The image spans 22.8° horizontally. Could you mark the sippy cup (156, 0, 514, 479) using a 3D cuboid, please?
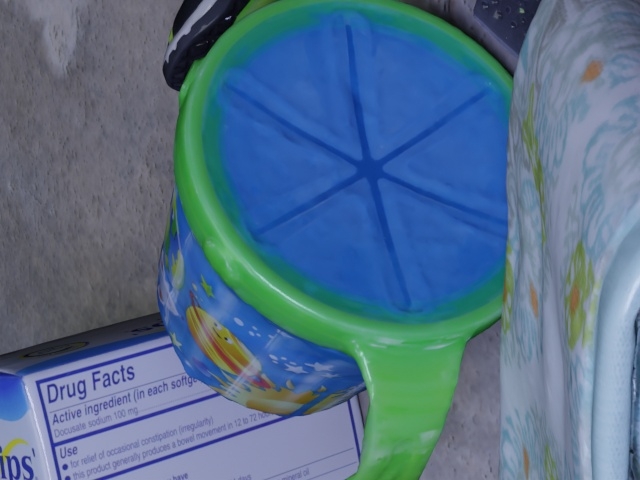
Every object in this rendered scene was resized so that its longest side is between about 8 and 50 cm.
[{"bbox_3d":[0.000,0.000,1.005,0.240,0.305,0.224,30,147,-3],"label":"sippy cup"}]

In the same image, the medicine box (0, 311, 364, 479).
[{"bbox_3d":[-0.103,0.202,1.146,0.149,0.264,0.289,-8,94,52],"label":"medicine box"}]

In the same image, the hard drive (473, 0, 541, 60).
[{"bbox_3d":[0.197,-0.127,0.834,0.255,0.054,0.172,43,131,36],"label":"hard drive"}]

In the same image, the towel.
[{"bbox_3d":[0.137,0.090,0.750,0.320,0.090,0.374,-96,5,-64],"label":"towel"}]

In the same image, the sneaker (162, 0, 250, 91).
[{"bbox_3d":[-0.044,-0.195,1.122,0.234,0.084,0.097,-50,39,46],"label":"sneaker"}]
